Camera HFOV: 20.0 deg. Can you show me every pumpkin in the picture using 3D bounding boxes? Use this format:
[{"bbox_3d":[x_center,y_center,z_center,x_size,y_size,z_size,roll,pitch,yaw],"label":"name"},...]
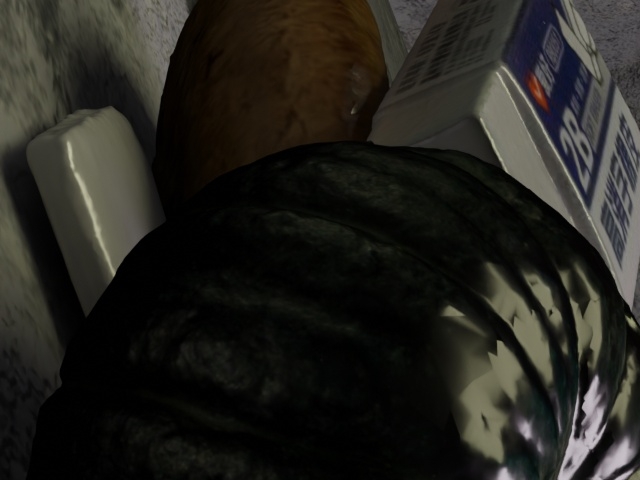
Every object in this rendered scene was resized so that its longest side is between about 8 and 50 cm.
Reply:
[{"bbox_3d":[0.012,0.077,0.560,0.220,0.162,0.220,-23,118,-54],"label":"pumpkin"}]

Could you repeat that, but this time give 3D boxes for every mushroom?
[{"bbox_3d":[0.000,0.000,0.830,0.278,0.146,0.278,168,-90,-85],"label":"mushroom"}]

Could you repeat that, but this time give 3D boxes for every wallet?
[{"bbox_3d":[-0.067,0.038,0.707,0.124,0.032,0.183,-76,149,-80],"label":"wallet"}]

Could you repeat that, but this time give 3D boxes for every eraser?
[{"bbox_3d":[0.080,-0.026,0.736,0.124,0.068,0.210,63,21,-16],"label":"eraser"}]
